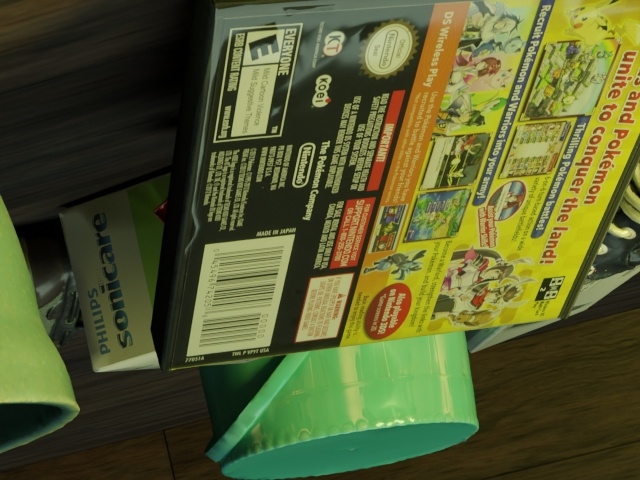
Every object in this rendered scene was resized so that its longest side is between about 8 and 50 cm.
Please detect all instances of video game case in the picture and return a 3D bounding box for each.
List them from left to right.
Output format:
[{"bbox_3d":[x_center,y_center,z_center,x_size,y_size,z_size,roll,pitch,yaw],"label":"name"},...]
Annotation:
[{"bbox_3d":[0.047,-0.038,0.847,0.248,0.035,0.275,-6,142,-16],"label":"video game case"}]

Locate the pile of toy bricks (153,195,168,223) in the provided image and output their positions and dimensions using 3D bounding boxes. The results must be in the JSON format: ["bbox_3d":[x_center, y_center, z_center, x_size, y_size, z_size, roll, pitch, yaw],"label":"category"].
[{"bbox_3d":[0.008,-0.054,0.966,0.212,0.118,0.105,-38,-172,30],"label":"pile of toy bricks"}]

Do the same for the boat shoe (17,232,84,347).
[{"bbox_3d":[-0.201,0.045,1.246,0.073,0.080,0.223,-7,166,-7],"label":"boat shoe"}]

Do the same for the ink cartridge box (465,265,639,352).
[{"bbox_3d":[0.275,0.011,1.574,0.261,0.066,0.296,-21,170,-11],"label":"ink cartridge box"}]

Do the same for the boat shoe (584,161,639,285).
[{"bbox_3d":[0.222,-0.042,1.231,0.340,0.127,0.158,-24,172,4],"label":"boat shoe"}]

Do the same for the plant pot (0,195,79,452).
[{"bbox_3d":[-0.239,-0.008,0.504,0.293,0.196,0.293,-14,171,-2],"label":"plant pot"}]

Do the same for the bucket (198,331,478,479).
[{"bbox_3d":[0.011,0.107,1.515,0.281,0.183,0.281,-9,164,-3],"label":"bucket"}]

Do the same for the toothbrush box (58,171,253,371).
[{"bbox_3d":[0.000,0.000,1.140,0.283,0.122,0.206,-19,170,26],"label":"toothbrush box"}]
